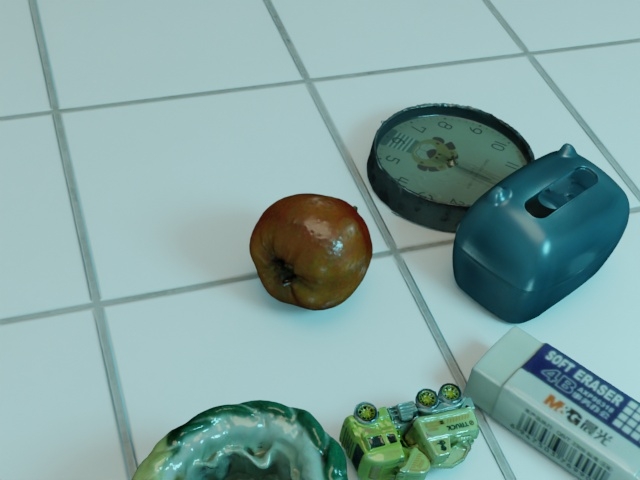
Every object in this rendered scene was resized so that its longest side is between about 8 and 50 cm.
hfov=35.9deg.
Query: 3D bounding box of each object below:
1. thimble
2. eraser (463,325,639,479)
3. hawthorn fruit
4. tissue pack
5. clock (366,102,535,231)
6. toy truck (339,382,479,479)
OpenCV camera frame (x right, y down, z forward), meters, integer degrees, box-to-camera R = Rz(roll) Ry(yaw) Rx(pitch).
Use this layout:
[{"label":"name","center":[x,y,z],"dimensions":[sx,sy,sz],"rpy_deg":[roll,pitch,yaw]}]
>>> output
[{"label":"thimble","center":[-0.104,0.336,1.214],"dimensions":[0.288,0.167,0.254],"rpy_deg":[-11,47,-18]},{"label":"eraser","center":[0.354,0.247,1.416],"dimensions":[0.279,0.081,0.124],"rpy_deg":[34,50,25]},{"label":"hawthorn fruit","center":[0.000,0.000,1.556],"dimensions":[0.197,0.196,0.225],"rpy_deg":[27,39,20]},{"label":"tissue pack","center":[0.360,-0.019,1.598],"dimensions":[0.287,0.206,0.198],"rpy_deg":[-29,56,-29]},{"label":"clock","center":[0.239,-0.140,1.808],"dimensions":[0.313,0.061,0.312],"rpy_deg":[3,44,-3]},{"label":"toy truck","center":[0.131,0.277,1.361],"dimensions":[0.191,0.085,0.116],"rpy_deg":[-10,52,-19]}]
